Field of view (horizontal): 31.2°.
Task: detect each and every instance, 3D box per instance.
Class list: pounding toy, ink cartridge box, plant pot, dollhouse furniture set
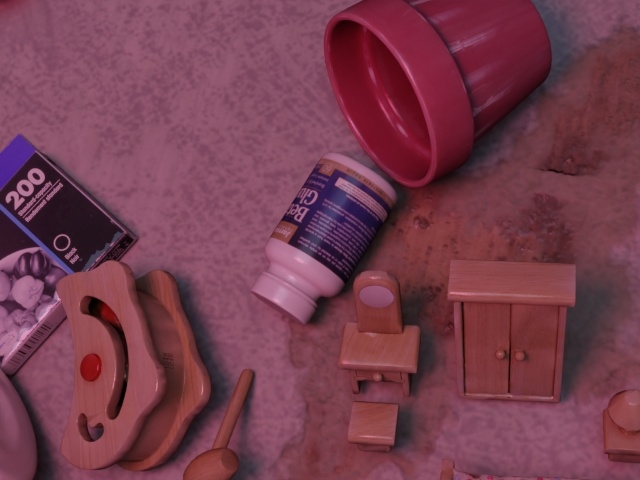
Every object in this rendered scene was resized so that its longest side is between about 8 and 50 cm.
[{"bbox_3d":[-0.175,0.156,1.196,0.154,0.155,0.269,-38,59,27],"label":"pounding toy"},{"bbox_3d":[-0.348,0.006,1.281,0.208,0.045,0.206,39,84,18],"label":"ink cartridge box"},{"bbox_3d":[0.130,-0.181,1.192,0.180,0.201,0.201,-29,71,-17],"label":"plant pot"},{"bbox_3d":[0.144,0.204,1.006,0.303,0.174,0.355,2,49,11],"label":"dollhouse furniture set"}]

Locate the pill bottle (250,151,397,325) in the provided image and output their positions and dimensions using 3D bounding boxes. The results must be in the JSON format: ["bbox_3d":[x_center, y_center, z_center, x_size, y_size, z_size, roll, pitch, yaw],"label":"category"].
[{"bbox_3d":[0.000,0.000,1.199,0.094,0.094,0.169,29,80,16],"label":"pill bottle"}]

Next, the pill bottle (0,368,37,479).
[{"bbox_3d":[-0.483,0.251,1.139,0.361,0.204,0.204,-33,71,4],"label":"pill bottle"}]
